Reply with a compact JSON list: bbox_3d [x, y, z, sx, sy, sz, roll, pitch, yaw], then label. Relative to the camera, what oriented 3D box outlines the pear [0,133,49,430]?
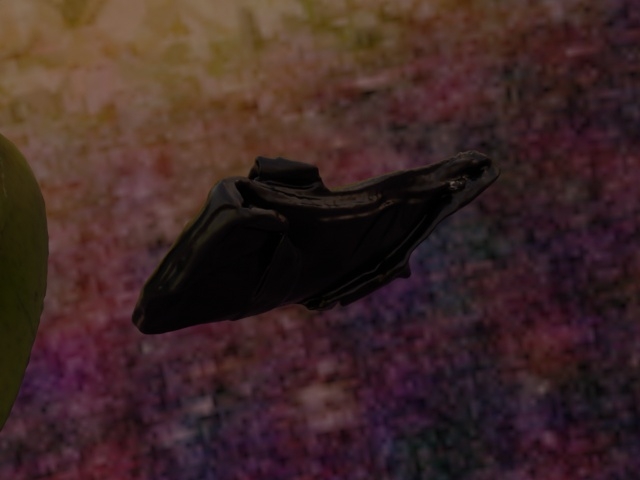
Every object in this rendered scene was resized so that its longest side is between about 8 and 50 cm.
[{"bbox_3d":[-0.286,0.044,0.960,0.288,0.139,0.239,-9,66,-4],"label":"pear"}]

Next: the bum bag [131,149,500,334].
[{"bbox_3d":[0.000,0.000,1.065,0.248,0.123,0.060,-6,57,-44],"label":"bum bag"}]
